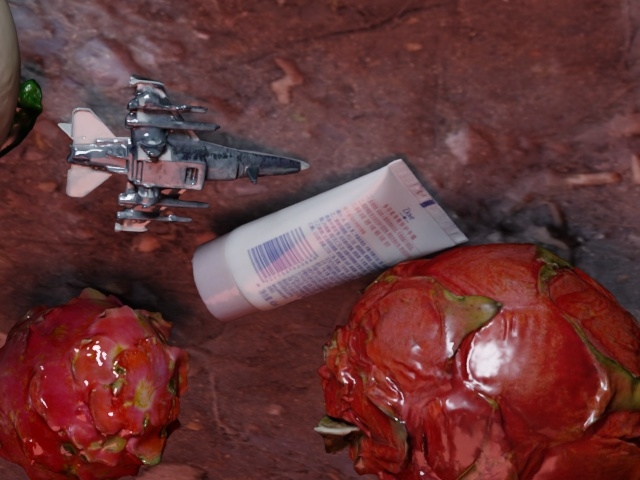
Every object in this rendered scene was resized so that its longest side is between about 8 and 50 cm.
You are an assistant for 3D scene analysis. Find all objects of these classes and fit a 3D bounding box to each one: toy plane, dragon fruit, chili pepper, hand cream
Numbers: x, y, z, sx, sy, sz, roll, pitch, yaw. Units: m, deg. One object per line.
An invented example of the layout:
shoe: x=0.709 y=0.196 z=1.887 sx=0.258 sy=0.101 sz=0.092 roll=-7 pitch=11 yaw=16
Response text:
toy plane: x=-0.128 y=-0.069 z=1.712 sx=0.234 sy=0.082 sz=0.160 roll=9 pitch=121 yaw=0
dragon fruit: x=0.163 y=0.140 z=1.778 sx=0.342 sy=0.277 sz=0.277 roll=-7 pitch=146 yaw=1
chili pepper: x=-0.309 y=-0.099 z=1.728 sx=0.182 sy=0.050 sz=0.073 roll=-21 pitch=136 yaw=29
dragon fruit: x=-0.257 y=0.161 z=1.992 sx=0.210 sy=0.205 sz=0.268 roll=20 pitch=155 yaw=-21
hand cream: x=0.000 y=0.000 z=1.797 sx=0.247 sy=0.083 sz=0.133 roll=-19 pitch=139 yaw=21

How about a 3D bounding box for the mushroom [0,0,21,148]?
mushroom: x=-0.419 y=-0.129 z=1.492 sx=0.362 sy=0.295 sz=0.362 roll=5 pitch=147 yaw=3
